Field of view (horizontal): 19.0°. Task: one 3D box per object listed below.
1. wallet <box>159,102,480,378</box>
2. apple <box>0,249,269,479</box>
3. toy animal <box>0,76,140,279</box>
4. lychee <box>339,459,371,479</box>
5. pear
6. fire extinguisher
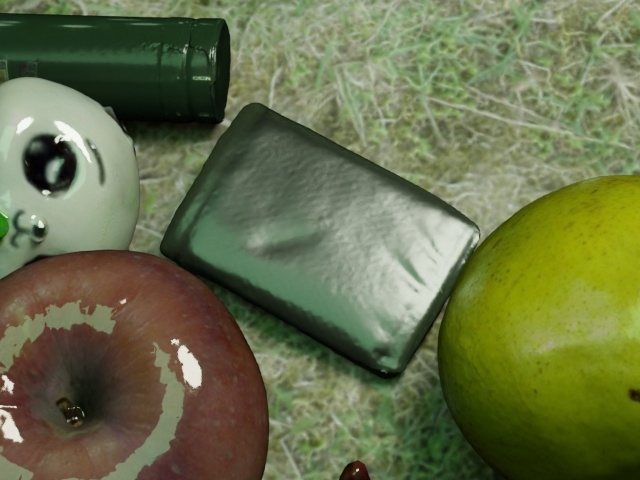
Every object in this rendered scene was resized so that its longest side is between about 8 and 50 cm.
[{"bbox_3d":[0.000,0.000,1.659,0.245,0.052,0.168,29,76,12],"label":"wallet"},{"bbox_3d":[-0.183,0.159,1.524,0.305,0.235,0.306,-1,70,4],"label":"apple"},{"bbox_3d":[-0.291,-0.039,1.624,0.266,0.212,0.212,8,71,15],"label":"toy animal"},{"bbox_3d":[0.014,0.367,1.294,0.424,0.500,0.424,3,33,-2],"label":"lychee"},{"bbox_3d":[0.228,0.083,1.478,0.294,0.294,0.294,-2,70,7],"label":"pear"},{"bbox_3d":[-0.238,-0.150,1.719,0.311,0.095,0.114,4,101,8],"label":"fire extinguisher"}]
